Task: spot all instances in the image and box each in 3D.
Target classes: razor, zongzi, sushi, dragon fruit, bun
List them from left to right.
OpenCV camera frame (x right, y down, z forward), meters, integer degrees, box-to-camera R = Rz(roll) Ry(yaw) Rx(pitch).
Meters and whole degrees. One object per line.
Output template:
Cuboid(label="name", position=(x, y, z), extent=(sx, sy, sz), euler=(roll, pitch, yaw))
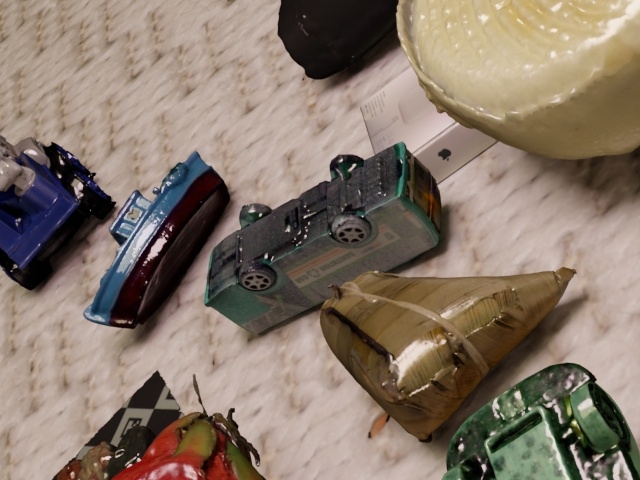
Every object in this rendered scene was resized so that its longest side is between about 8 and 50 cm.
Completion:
Cuboid(label="sushi", position=(-0.221, 0.252, 1.592), extent=(0.219, 0.047, 0.231), euler=(-46, 34, 3))
Cuboid(label="dragon fruit", position=(-0.121, 0.254, 1.312), extent=(0.233, 0.233, 0.293), euler=(-21, 60, 34))
Cuboid(label="razor", position=(0.075, -0.327, 1.732), extent=(0.327, 0.107, 0.189), euler=(-44, 30, 39))
Cuboid(label="zongzi", position=(0.106, 0.061, 1.386), extent=(0.197, 0.099, 0.194), euler=(-40, 34, -7))
Cuboid(label="bun", position=(0.255, -0.223, 1.403), extent=(0.364, 0.202, 0.364), euler=(-28, 45, 32))

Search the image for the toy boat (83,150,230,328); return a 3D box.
Cuboid(label="toy boat", position=(-0.191, -0.002, 1.752), extent=(0.097, 0.100, 0.223), euler=(26, 72, 24))

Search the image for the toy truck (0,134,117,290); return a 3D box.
Cuboid(label="toy truck", position=(-0.378, -0.058, 1.956), extent=(0.161, 0.177, 0.213), euler=(-48, 35, 1))

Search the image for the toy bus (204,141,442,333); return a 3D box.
Cuboid(label="toy bus", position=(0.000, 0.000, 1.544), extent=(0.261, 0.109, 0.091), euler=(-26, 42, 32))

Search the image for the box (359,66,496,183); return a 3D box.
Cuboid(label="box", position=(0.112, -0.124, 1.594), extent=(0.129, 0.051, 0.130), euler=(-35, 37, 17))

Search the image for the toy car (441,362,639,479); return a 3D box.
Cuboid(label="toy car", position=(0.191, 0.233, 1.094), extent=(0.136, 0.125, 0.306), euler=(-36, 46, 19))
